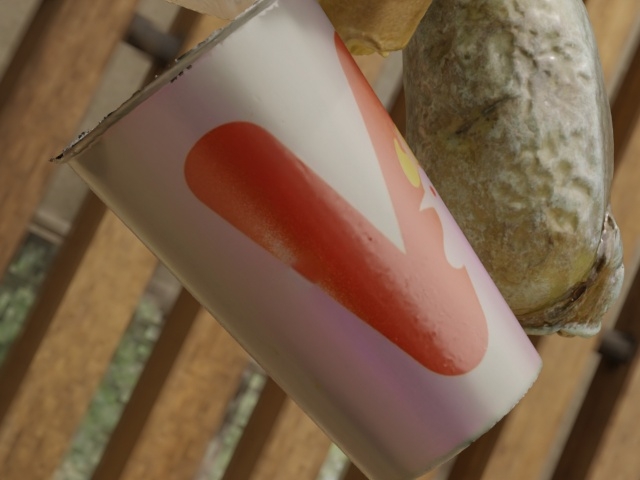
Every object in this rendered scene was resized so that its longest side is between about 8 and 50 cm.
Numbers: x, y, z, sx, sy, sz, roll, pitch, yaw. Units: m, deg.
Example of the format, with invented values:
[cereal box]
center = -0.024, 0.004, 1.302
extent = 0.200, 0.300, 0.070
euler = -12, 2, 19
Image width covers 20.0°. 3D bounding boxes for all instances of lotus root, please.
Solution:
[lotus root]
center = 0.136, -0.096, 1.359
extent = 0.175, 0.350, 0.175
euler = -6, 1, 0

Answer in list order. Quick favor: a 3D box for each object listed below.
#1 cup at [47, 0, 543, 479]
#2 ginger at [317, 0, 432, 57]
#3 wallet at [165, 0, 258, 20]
[cup]
center = 0.000, 0.000, 1.122
extent = 0.288, 0.203, 0.203
euler = 53, -19, -6
[ginger]
center = 0.058, -0.283, 1.107
extent = 0.166, 0.236, 0.375
euler = -4, -23, -36
[wallet]
center = -0.110, -0.234, 1.357
extent = 0.183, 0.032, 0.124
euler = 22, -55, 41
